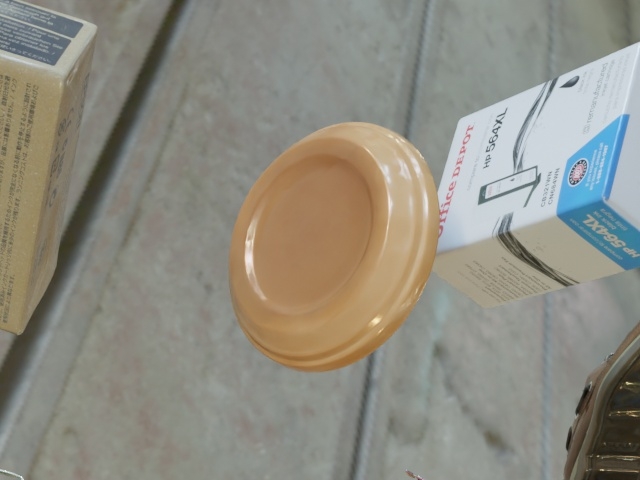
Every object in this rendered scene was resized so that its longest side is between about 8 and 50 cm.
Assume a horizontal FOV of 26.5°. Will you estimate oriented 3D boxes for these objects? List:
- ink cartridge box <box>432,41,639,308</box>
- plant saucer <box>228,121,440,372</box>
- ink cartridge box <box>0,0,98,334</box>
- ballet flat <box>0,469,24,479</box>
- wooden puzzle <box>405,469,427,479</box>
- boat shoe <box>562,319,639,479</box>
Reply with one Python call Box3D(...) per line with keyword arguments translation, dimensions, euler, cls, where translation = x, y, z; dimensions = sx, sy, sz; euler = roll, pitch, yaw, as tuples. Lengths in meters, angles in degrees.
Box3D(translation=(0.184, -0.045, 1.055), dimensions=(0.086, 0.203, 0.148), euler=(34, 59, -26), cls="ink cartridge box")
Box3D(translation=(0.000, 0.000, 1.038), dimensions=(0.037, 0.200, 0.200), euler=(25, 48, -46), cls="plant saucer")
Box3D(translation=(-0.276, -0.066, 0.970), dimensions=(0.193, 0.235, 0.088), euler=(18, 36, -1), cls="ink cartridge box")
Box3D(translation=(-0.298, 0.256, 1.347), dimensions=(0.114, 0.041, 0.041), euler=(28, 21, 15), cls="ballet flat")
Box3D(translation=(0.143, 0.312, 1.706), dimensions=(0.006, 0.083, 0.049), euler=(-60, 157, -13), cls="wooden puzzle")
Box3D(translation=(0.316, 0.160, 1.404), dimensions=(0.110, 0.307, 0.104), euler=(11, 37, -11), cls="boat shoe")
